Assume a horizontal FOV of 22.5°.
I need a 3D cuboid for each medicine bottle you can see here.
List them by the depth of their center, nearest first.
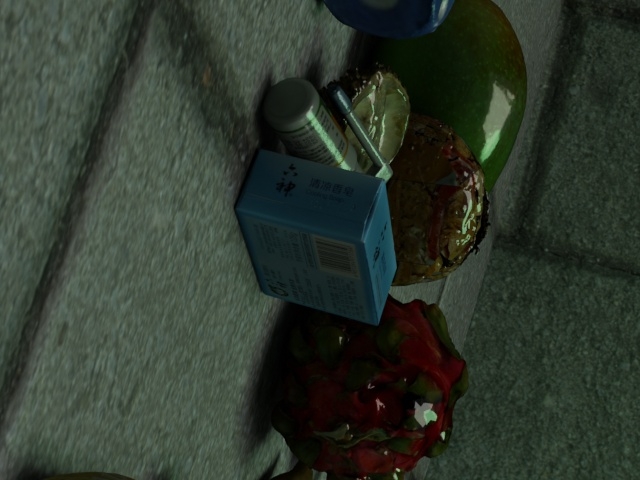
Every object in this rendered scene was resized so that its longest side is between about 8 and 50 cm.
[{"bbox_3d":[0.015,-0.102,1.734,0.092,0.061,0.221,-54,144,-14],"label":"medicine bottle"}]

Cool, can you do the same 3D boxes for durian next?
[{"bbox_3d":[0.026,-0.123,1.849,0.148,0.091,0.189,-18,125,-54],"label":"durian"}]

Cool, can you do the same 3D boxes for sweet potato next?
[{"bbox_3d":[-0.068,0.348,2.049,0.274,0.067,0.067,-40,143,-60],"label":"sweet potato"}]

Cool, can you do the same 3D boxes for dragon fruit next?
[{"bbox_3d":[0.059,0.174,2.031,0.303,0.237,0.231,-87,-156,-45],"label":"dragon fruit"}]

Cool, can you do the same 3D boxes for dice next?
[{"bbox_3d":[0.082,-0.318,1.758,0.146,0.143,0.146,89,24,-54],"label":"dice"}]

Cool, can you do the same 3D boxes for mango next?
[{"bbox_3d":[0.146,-0.138,2.073,0.201,0.225,0.382,5,101,-50],"label":"mango"}]

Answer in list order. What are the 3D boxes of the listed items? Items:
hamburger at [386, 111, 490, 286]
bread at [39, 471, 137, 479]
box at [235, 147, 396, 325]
[{"bbox_3d":[0.098,-0.047,1.959,0.107,0.231,0.231,-34,137,-68],"label":"hamburger"},{"bbox_3d":[-0.178,0.275,1.358,0.288,0.119,0.153,58,44,-73],"label":"bread"},{"bbox_3d":[0.000,0.000,1.754,0.232,0.142,0.083,75,31,-65],"label":"box"}]
